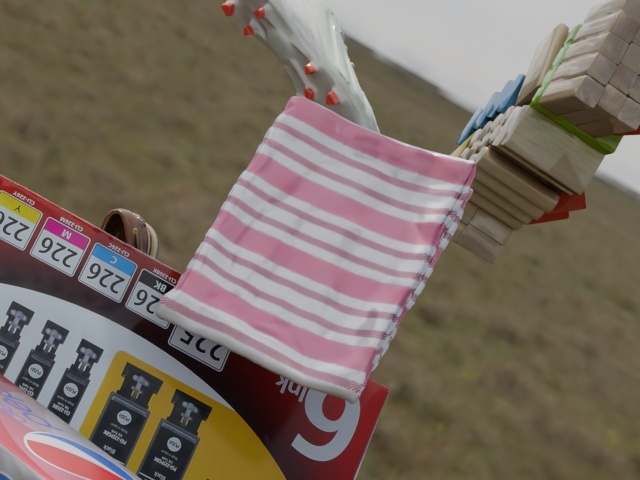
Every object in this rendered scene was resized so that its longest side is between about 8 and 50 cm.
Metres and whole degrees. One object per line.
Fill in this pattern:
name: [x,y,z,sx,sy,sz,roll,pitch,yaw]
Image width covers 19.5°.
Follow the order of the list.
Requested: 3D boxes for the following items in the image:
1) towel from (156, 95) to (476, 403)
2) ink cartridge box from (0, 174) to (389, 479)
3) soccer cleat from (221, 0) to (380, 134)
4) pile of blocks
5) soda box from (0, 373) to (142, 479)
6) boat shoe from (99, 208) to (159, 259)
towel: [0.000,0.000,1.191,0.144,0.197,0.029,21,-33,15]
ink cartridge box: [-0.151,0.154,1.200,0.309,0.272,0.130,29,-29,-12]
soccer cleat: [0.000,-0.145,1.489,0.076,0.068,0.196,-27,78,-39]
pile of blocks: [0.213,-0.091,1.666,0.112,0.149,0.362,33,-34,-12]
soda box: [-0.159,0.132,0.920,0.263,0.092,0.083,28,6,43]
boat shoe: [-0.188,0.056,1.628,0.064,0.178,0.060,3,-21,17]
